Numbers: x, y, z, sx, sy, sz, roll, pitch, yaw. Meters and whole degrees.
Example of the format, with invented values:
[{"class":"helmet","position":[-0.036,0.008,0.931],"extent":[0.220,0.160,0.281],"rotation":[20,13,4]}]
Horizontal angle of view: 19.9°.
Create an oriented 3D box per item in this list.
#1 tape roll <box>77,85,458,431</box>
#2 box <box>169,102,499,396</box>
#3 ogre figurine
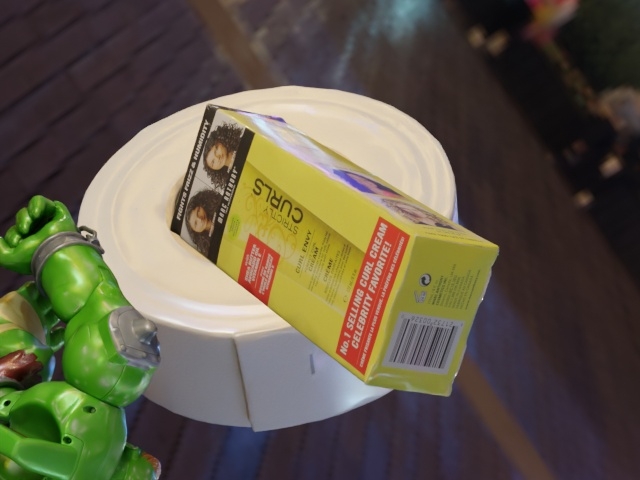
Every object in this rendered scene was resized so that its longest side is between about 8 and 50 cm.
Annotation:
[{"class":"tape roll","position":[-0.035,0.007,1.369],"extent":[0.286,0.286,0.100],"rotation":[-107,-172,-49]},{"class":"box","position":[0.000,0.000,0.990],"extent":[0.058,0.087,0.232],"rotation":[9,16,-34]},{"class":"ogre figurine","position":[-0.135,0.088,0.816],"extent":[0.118,0.197,0.097],"rotation":[21,-22,48]}]
